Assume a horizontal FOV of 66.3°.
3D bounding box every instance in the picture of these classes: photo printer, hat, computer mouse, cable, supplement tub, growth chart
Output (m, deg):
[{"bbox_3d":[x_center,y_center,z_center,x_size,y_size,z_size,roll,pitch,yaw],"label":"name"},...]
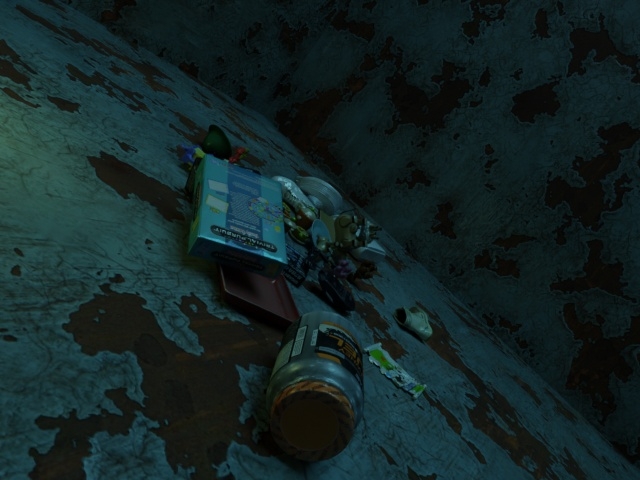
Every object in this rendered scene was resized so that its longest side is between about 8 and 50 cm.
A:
[{"bbox_3d":[0.183,-0.015,2.615,0.307,0.107,0.256,49,17,31],"label":"photo printer"},{"bbox_3d":[-0.519,-0.412,2.212,0.173,0.183,0.208,51,-28,3],"label":"hat"},{"bbox_3d":[0.026,0.143,1.761,0.262,0.060,0.184,47,19,-15],"label":"computer mouse"},{"bbox_3d":[-0.015,-0.230,2.566,0.257,0.089,0.257,0,-38,51],"label":"cable"},{"bbox_3d":[-0.006,0.291,1.022,0.193,0.193,0.316,38,15,-7],"label":"supplement tub"},{"bbox_3d":[0.242,0.424,1.601,0.237,0.021,0.172,43,15,14],"label":"growth chart"}]

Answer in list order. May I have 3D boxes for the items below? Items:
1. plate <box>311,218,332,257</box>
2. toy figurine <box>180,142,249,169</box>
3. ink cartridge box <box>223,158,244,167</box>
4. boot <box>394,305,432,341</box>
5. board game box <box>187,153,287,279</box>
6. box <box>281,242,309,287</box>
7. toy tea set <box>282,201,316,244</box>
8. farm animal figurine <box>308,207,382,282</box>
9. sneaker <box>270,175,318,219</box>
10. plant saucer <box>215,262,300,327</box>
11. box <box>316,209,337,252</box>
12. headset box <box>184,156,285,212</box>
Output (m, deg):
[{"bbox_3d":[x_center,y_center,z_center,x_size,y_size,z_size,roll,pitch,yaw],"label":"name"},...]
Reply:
[{"bbox_3d":[0.000,0.000,2.129,0.188,0.024,0.188,44,37,-49],"label":"plate"},{"bbox_3d":[-0.428,-0.328,1.884,0.217,0.191,0.362,33,14,-8],"label":"toy figurine"},{"bbox_3d":[-0.325,-0.250,2.150,0.171,0.056,0.235,20,27,-53],"label":"ink cartridge box"},{"bbox_3d":[0.393,0.334,2.149,0.165,0.077,0.213,32,19,-21],"label":"boot"},{"bbox_3d":[-0.230,-0.072,1.384,0.254,0.079,0.336,19,41,-26],"label":"board game box"},{"bbox_3d":[-0.137,0.054,1.704,0.220,0.051,0.175,38,14,-6],"label":"box"},{"bbox_3d":[-0.104,-0.097,2.098,0.200,0.124,0.336,36,14,-14],"label":"toy tea set"},{"bbox_3d":[0.088,0.023,2.068,0.172,0.326,0.330,-6,-26,44],"label":"farm animal figurine"},{"bbox_3d":[-0.122,-0.204,2.420,0.292,0.108,0.169,34,12,-26],"label":"sneaker"},{"bbox_3d":[-0.186,0.129,1.360,0.258,0.048,0.259,31,16,-32],"label":"plant saucer"},{"bbox_3d":[0.046,-0.030,2.271,0.201,0.021,0.164,32,51,-46],"label":"box"},{"bbox_3d":[-0.286,-0.134,1.628,0.246,0.131,0.283,8,31,-35],"label":"headset box"}]
